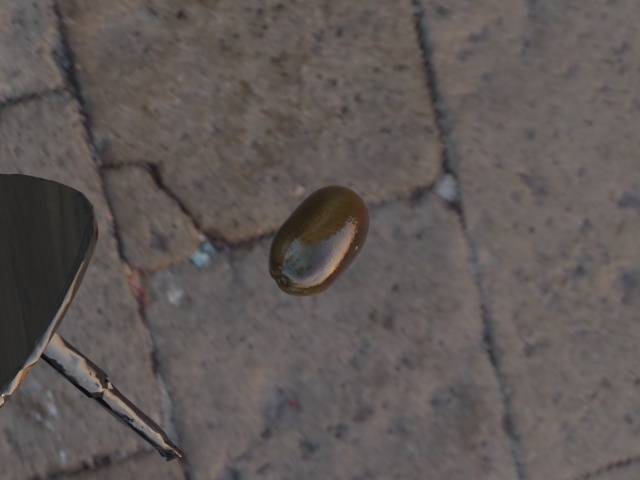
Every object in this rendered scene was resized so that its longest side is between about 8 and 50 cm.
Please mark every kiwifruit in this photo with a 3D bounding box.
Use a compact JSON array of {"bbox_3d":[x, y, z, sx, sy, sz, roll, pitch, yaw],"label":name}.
[{"bbox_3d":[0.000,0.000,1.609,0.075,0.075,0.124,58,46,-21],"label":"kiwifruit"}]

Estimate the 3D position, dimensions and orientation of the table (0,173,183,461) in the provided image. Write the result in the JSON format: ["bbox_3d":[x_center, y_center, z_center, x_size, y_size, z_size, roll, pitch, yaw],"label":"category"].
[{"bbox_3d":[-0.242,0.131,1.152,0.317,0.317,0.249,-31,136,-8],"label":"table"}]
